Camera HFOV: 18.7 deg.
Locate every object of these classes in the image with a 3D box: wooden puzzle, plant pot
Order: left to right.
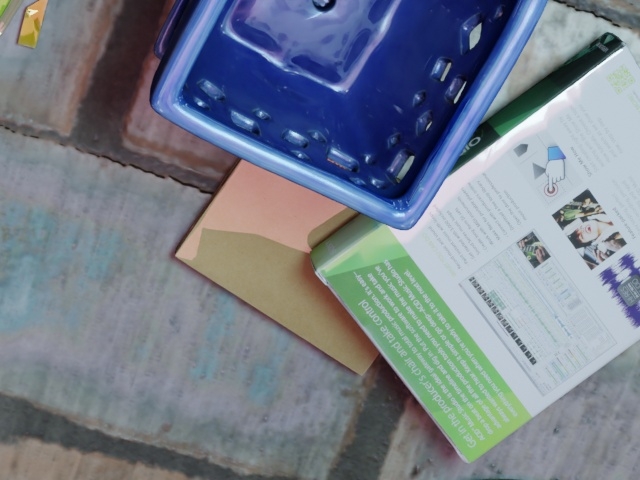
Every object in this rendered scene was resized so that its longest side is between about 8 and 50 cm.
[{"bbox_3d":[-0.277,-0.212,1.616,0.116,0.014,0.078,25,102,-9],"label":"wooden puzzle"},{"bbox_3d":[0.009,-0.175,1.533,0.236,0.212,0.236,26,100,-16],"label":"plant pot"}]

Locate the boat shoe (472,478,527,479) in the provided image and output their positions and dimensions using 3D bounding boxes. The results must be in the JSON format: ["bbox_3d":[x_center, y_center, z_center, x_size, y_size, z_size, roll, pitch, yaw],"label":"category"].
[{"bbox_3d":[0.079,0.296,1.727,0.307,0.104,0.110,-14,105,0],"label":"boat shoe"}]

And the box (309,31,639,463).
[{"bbox_3d":[0.185,0.009,1.667,0.322,0.058,0.232,-36,109,2],"label":"box"}]

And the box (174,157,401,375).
[{"bbox_3d":[0.000,0.000,1.686,0.201,0.021,0.164,33,101,-12],"label":"box"}]
